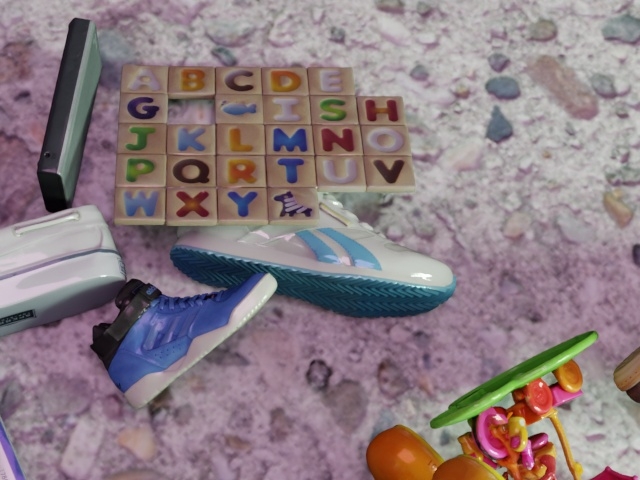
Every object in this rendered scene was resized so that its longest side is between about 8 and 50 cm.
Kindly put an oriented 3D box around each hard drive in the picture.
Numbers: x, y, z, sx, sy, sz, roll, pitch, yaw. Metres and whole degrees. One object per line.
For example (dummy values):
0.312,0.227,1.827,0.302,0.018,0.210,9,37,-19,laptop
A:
-0.202,-0.100,1.357,0.022,0.094,0.135,9,71,-1,hard drive

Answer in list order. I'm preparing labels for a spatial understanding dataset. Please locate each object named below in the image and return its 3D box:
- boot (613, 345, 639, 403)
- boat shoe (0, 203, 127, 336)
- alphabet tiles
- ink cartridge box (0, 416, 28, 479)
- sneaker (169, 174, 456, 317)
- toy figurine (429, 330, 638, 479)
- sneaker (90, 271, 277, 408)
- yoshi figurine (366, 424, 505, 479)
0.367,0.131,1.309,0.248,0.090,0.207,-22,77,-28,boot
-0.285,0.034,1.316,0.258,0.095,0.084,-13,68,-20,boat shoe
-0.045,-0.080,1.359,0.237,0.009,0.198,0,42,-4,alphabet tiles
-0.388,0.206,1.255,0.332,0.065,0.165,-22,74,-10,ink cartridge box
0.000,0.000,1.346,0.228,0.087,0.092,14,66,-3,sneaker
0.178,0.174,1.278,0.173,0.130,0.159,-23,84,-50,toy figurine
-0.112,0.054,1.308,0.152,0.058,0.085,-39,89,13,sneaker
-0.030,0.279,1.203,0.203,0.203,0.362,38,74,25,yoshi figurine
